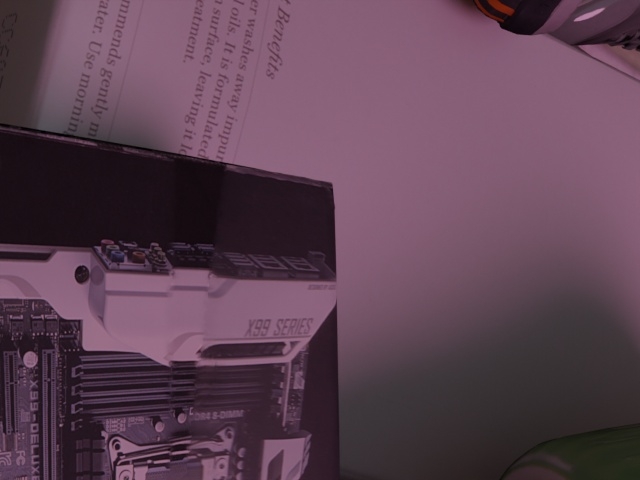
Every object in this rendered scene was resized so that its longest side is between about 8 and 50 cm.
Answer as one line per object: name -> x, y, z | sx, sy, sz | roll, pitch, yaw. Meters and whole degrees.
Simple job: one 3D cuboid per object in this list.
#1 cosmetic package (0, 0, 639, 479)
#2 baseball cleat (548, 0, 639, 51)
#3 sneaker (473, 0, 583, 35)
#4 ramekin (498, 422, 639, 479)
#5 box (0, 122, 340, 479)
cosmetic package -> 0.000, 0.000, 0.816 | 0.385, 0.156, 0.217 | 23, 74, -37
baseball cleat -> 0.183, -0.117, 1.020 | 0.206, 0.072, 0.109 | -29, 113, -32
sneaker -> 0.025, -0.237, 0.780 | 0.180, 0.124, 0.321 | 4, 68, -18
ramekin -> 0.157, 0.202, 0.693 | 0.148, 0.303, 0.303 | -4, 91, -14
box -> -0.103, 0.122, 0.553 | 0.242, 0.076, 0.307 | 9, 77, -43
